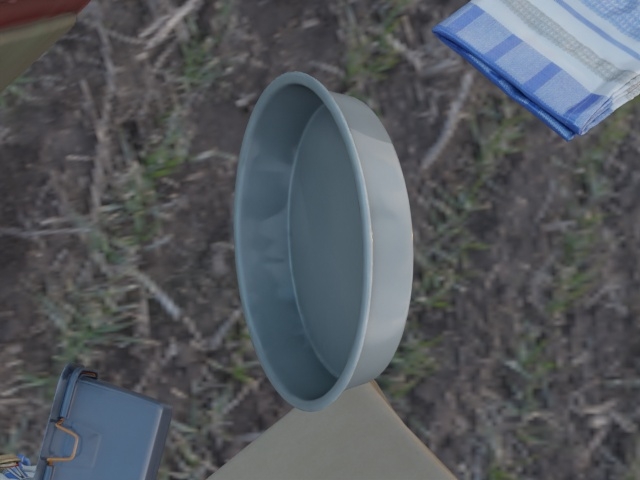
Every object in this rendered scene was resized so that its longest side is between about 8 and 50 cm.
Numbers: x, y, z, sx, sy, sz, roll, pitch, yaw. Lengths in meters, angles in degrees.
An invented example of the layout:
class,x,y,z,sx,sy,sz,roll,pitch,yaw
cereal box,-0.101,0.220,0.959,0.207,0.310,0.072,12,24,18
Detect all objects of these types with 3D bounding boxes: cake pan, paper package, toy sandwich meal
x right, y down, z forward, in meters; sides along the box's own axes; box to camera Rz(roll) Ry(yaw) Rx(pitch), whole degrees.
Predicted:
class,x,y,z,sx,sy,sz,roll,pitch,yaw
cake pan,0.000,0.000,1.421,0.054,0.293,0.293,-4,87,-24
paper package,0.011,0.340,1.724,0.325,0.309,0.168,-38,128,-5
toy sandwich meal,-0.319,0.223,1.536,0.086,0.085,0.029,-7,79,-36

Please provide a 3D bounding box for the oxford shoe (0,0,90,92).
class,x,y,z,sx,sy,sz,roll,pitch,yaw
oxford shoe,-0.026,-0.170,0.280,0.130,0.348,0.123,43,21,-2

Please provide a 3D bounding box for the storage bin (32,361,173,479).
class,x,y,z,sx,sy,sz,roll,pitch,yaw
storage bin,-0.185,0.180,1.403,0.091,0.098,0.135,12,84,8

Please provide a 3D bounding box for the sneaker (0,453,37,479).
class,x,y,z,sx,sy,sz,roll,pitch,yaw
sneaker,-0.282,0.259,1.724,0.058,0.135,0.052,-60,151,-23

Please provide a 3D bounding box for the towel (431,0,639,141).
class,x,y,z,sx,sy,sz,roll,pitch,yaw
towel,0.287,-0.240,1.747,0.285,0.034,0.209,-38,66,-26
